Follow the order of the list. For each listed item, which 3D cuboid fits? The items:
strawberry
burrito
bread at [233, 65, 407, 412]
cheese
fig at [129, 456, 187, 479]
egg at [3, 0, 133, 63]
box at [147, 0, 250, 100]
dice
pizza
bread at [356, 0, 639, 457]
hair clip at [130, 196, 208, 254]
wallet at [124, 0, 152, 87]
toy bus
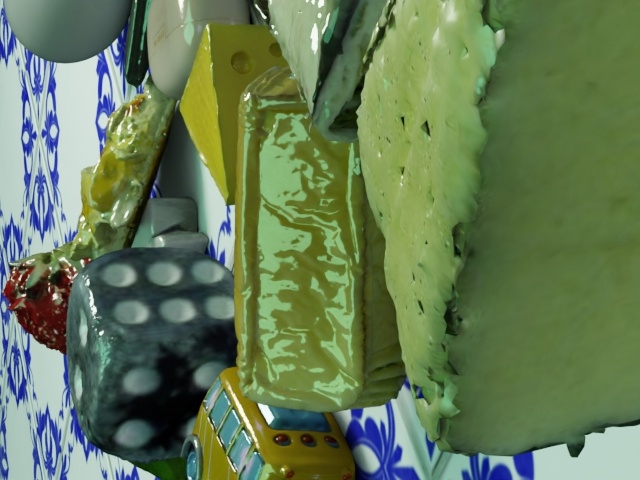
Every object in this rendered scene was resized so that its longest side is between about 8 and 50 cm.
[{"bbox_3d":[-0.328,0.089,2.197,0.184,0.187,0.201,4,126,47],"label":"strawberry"},{"bbox_3d":[0.027,-0.238,1.218,0.331,0.135,0.190,-113,32,-48],"label":"burrito"},{"bbox_3d":[0.000,0.000,1.281,0.153,0.119,0.288,3,98,25],"label":"bread"},{"bbox_3d":[-0.067,-0.107,1.552,0.126,0.093,0.171,118,144,-50],"label":"cheese"},{"bbox_3d":[-0.211,0.236,1.948,0.123,0.123,0.156,118,138,-54],"label":"fig"},{"bbox_3d":[-0.340,-0.345,2.162,0.232,0.176,0.176,-45,50,51],"label":"egg"},{"bbox_3d":[-0.135,-0.231,1.732,0.200,0.088,0.145,149,116,-69],"label":"box"},{"bbox_3d":[-0.182,0.125,1.762,0.181,0.182,0.183,-118,31,-48],"label":"dice"},{"bbox_3d":[-0.255,-0.064,1.989,0.323,0.089,0.223,114,176,-49],"label":"pizza"},{"bbox_3d":[0.164,-0.046,0.705,0.315,0.249,0.279,138,123,-81],"label":"bread"},{"bbox_3d":[-0.214,0.090,1.993,0.330,0.085,0.101,-67,33,38],"label":"hair clip"},{"bbox_3d":[-0.200,-0.308,1.879,0.168,0.052,0.245,-114,36,-78],"label":"wallet"},{"bbox_3d":[-0.043,0.208,1.480,0.209,0.126,0.136,-124,46,-56],"label":"toy bus"}]
